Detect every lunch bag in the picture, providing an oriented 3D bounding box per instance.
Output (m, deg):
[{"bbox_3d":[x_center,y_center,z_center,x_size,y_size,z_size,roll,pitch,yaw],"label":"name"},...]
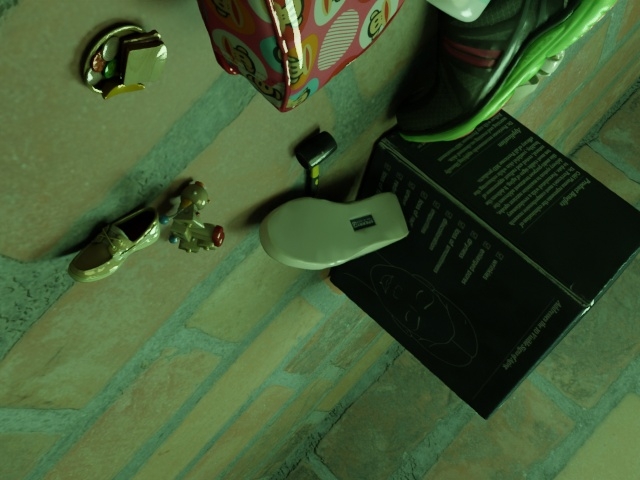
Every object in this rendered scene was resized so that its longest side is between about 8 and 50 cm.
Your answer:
[{"bbox_3d":[0.009,-0.277,0.671,0.258,0.120,0.293,-46,163,-15],"label":"lunch bag"}]

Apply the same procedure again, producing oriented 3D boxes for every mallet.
[{"bbox_3d":[-0.002,-0.117,1.240,0.062,0.039,0.190,-41,165,-9],"label":"mallet"}]

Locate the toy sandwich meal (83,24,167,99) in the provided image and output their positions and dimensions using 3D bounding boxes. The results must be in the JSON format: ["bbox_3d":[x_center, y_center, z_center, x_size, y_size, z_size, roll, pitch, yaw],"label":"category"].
[{"bbox_3d":[-0.186,-0.168,0.727,0.085,0.029,0.085,-41,161,-18],"label":"toy sandwich meal"}]

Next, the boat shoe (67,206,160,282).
[{"bbox_3d":[-0.247,0.000,0.913,0.135,0.050,0.045,-44,161,-44],"label":"boat shoe"}]

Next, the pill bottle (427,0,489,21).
[{"bbox_3d":[0.200,-0.410,0.909,0.264,0.146,0.146,-55,160,23],"label":"pill bottle"}]

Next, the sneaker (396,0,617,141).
[{"bbox_3d":[0.264,-0.332,1.195,0.483,0.202,0.185,-44,-173,47],"label":"sneaker"}]

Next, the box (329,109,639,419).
[{"bbox_3d":[0.321,0.032,1.565,0.297,0.472,0.480,-35,159,-32],"label":"box"}]

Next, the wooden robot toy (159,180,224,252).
[{"bbox_3d":[-0.158,-0.036,0.996,0.173,0.076,0.079,104,-3,-75],"label":"wooden robot toy"}]

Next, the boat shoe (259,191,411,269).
[{"bbox_3d":[0.000,0.000,1.341,0.340,0.127,0.158,-7,165,-43],"label":"boat shoe"}]

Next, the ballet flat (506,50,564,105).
[{"bbox_3d":[0.388,-0.349,1.480,0.400,0.139,0.139,-39,160,-25],"label":"ballet flat"}]
